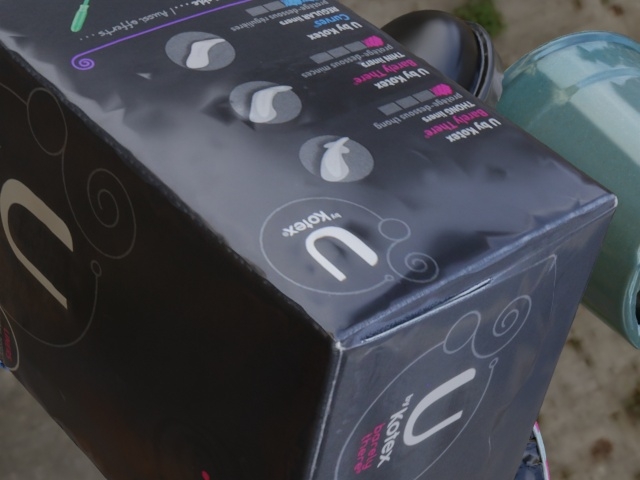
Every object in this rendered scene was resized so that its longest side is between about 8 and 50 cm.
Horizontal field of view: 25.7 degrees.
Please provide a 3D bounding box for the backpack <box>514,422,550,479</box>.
[{"bbox_3d":[0.085,0.218,1.303,0.191,0.254,0.225,24,50,-78],"label":"backpack"}]

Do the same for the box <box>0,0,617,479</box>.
[{"bbox_3d":[-0.046,-0.006,0.564,0.270,0.143,0.165,39,-43,30],"label":"box"}]

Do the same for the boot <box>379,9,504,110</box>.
[{"bbox_3d":[-0.024,-0.117,0.980,0.131,0.348,0.260,16,-36,45],"label":"boot"}]

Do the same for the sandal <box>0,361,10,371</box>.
[{"bbox_3d":[-0.287,-0.004,1.223,0.138,0.126,0.317,14,-43,44],"label":"sandal"}]

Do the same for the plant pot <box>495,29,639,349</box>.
[{"bbox_3d":[0.395,-0.046,1.792,0.334,0.341,0.341,52,-18,49],"label":"plant pot"}]
